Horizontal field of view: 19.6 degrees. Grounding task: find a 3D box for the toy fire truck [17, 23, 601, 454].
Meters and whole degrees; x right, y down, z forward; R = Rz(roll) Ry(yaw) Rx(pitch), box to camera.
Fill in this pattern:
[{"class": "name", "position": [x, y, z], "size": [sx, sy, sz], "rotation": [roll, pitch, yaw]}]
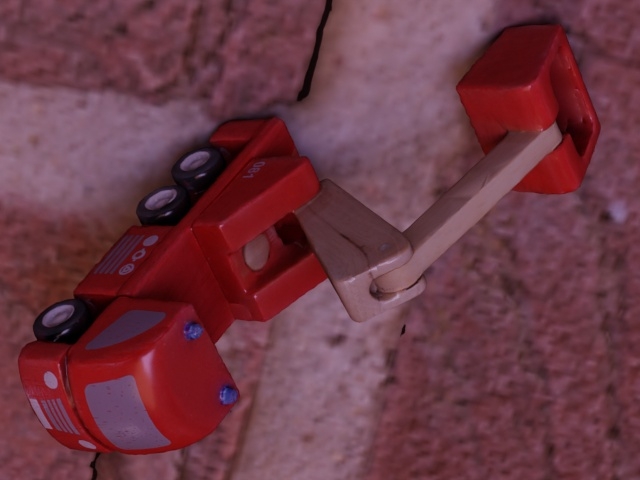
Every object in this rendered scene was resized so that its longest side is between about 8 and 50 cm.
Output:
[{"class": "toy fire truck", "position": [0.000, 0.000, 0.634], "size": [0.135, 0.192, 0.047], "rotation": [0, 128, 38]}]
